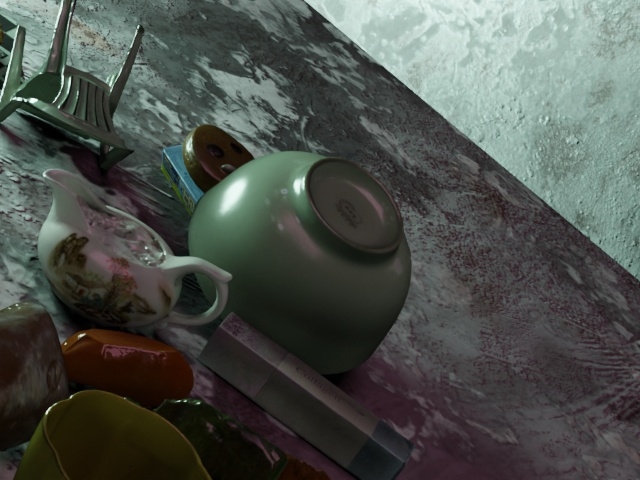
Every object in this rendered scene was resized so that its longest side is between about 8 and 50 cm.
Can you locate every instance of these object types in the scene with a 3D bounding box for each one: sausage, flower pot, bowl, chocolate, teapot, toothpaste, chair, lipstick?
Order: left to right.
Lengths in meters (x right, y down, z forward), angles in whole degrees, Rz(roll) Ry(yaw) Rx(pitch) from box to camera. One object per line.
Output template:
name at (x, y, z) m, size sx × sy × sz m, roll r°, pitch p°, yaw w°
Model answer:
chocolate at (-0.347, 0.154, 1.608) m, size 0.261 × 0.083 × 0.161 m, roll -23°, pitch 101°, yaw -64°
chair at (-0.380, -0.232, 2.316) m, size 0.203 × 0.190 × 0.275 m, roll 23°, pitch 54°, yaw -26°
flower pot at (-0.229, 0.279, 1.501) m, size 0.195 × 0.179 × 0.195 m, roll 28°, pitch 24°, yaw -14°
teapot at (-0.267, 0.028, 2.006) m, size 0.298 × 0.139 × 0.204 m, roll 31°, pitch 20°, yaw -10°
sausage at (-0.244, 0.156, 1.855) m, size 0.179 × 0.089 × 0.089 m, roll 15°, pitch 28°, yaw -21°
toothpaste at (-0.203, -0.071, 2.419) m, size 0.044 × 0.070 × 0.193 m, roll -14°, pitch 46°, yaw -24°
lipstick at (-0.020, 0.224, 2.061) m, size 0.317 × 0.068 × 0.066 m, roll 36°, pitch 24°, yaw 2°
bowl at (0.000, 0.000, 2.183) m, size 0.354 × 0.185 × 0.354 m, roll 24°, pitch 42°, yaw -24°

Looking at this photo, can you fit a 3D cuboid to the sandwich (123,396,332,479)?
sandwich at (-0.089, 0.289, 1.709) m, size 0.301 × 0.162 × 0.250 m, roll 16°, pitch 33°, yaw -34°

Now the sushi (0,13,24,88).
sushi at (-0.605, -0.379, 2.441) m, size 0.294 × 0.059 × 0.292 m, roll 25°, pitch 25°, yaw -26°

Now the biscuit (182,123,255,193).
biscuit at (-0.078, -0.014, 2.330) m, size 0.283 × 0.064 × 0.432 m, roll -3°, pitch 58°, yaw -55°
